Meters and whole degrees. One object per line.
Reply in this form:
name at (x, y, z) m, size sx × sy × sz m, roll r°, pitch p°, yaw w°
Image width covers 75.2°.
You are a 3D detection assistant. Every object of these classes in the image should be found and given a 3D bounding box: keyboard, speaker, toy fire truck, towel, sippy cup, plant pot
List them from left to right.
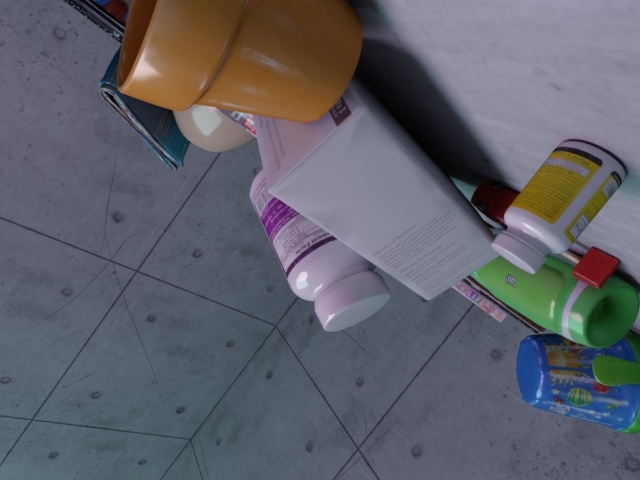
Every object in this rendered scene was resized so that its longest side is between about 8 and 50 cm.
keyboard at (-0.450, -0.446, 0.816) m, size 0.317 × 0.033 × 0.201 m, roll 36°, pitch -174°, yaw -18°
towel at (-0.381, -0.401, 1.043) m, size 0.040 × 0.370 × 0.271 m, roll -3°, pitch 148°, yaw 22°
plant pot at (-0.247, -0.329, 1.011) m, size 0.284 × 0.191 × 0.284 m, roll 27°, pitch -149°, yaw -18°
plant pot at (-0.069, -0.208, 0.403) m, size 0.188 × 0.205 × 0.205 m, roll 14°, pitch -162°, yaw -34°
speaker at (0.392, 0.069, 0.753) m, size 0.131 × 0.131 × 0.296 m, roll 34°, pitch -175°, yaw -25°
toy fire truck at (0.329, -0.013, 0.622) m, size 0.135 × 0.047 × 0.192 m, roll 30°, pitch -171°, yaw -43°
sippy cup at (0.599, 0.315, 0.978) m, size 0.224 × 0.305 × 0.240 m, roll 4°, pitch -145°, yaw 7°

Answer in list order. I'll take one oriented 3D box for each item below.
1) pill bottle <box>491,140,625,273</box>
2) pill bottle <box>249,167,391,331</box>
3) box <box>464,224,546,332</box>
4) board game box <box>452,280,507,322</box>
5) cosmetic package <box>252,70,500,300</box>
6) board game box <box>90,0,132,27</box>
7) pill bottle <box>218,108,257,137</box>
pill bottle at (0.216, -0.028, 0.389) m, size 0.065 × 0.116 × 0.065 m, roll 37°, pitch -176°, yaw -3°
pill bottle at (0.000, 0.000, 0.743) m, size 0.169 × 0.169 × 0.301 m, roll 28°, pitch -149°, yaw -60°
box at (0.399, 0.053, 1.008) m, size 0.381 × 0.143 × 0.191 m, roll 41°, pitch -173°, yaw 27°
board game box at (0.398, 0.147, 1.060) m, size 0.154 × 0.026 × 0.103 m, roll 39°, pitch -172°, yaw 21°
cosmetic package at (0.093, -0.088, 0.632) m, size 0.385 × 0.156 × 0.217 m, roll 32°, pitch -152°, yaw -36°
board game box at (-0.427, -0.525, 0.714) m, size 0.144 × 0.142 × 0.275 m, roll 39°, pitch -175°, yaw 24°
pill bottle at (-0.180, -0.335, 0.772) m, size 0.283 × 0.161 × 0.161 m, roll 35°, pitch -175°, yaw -17°
